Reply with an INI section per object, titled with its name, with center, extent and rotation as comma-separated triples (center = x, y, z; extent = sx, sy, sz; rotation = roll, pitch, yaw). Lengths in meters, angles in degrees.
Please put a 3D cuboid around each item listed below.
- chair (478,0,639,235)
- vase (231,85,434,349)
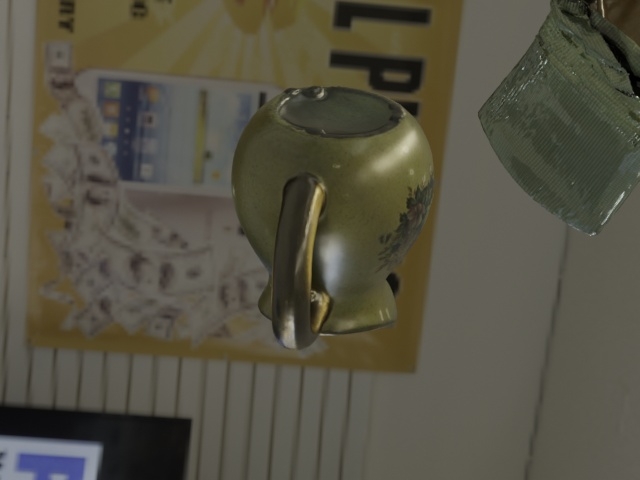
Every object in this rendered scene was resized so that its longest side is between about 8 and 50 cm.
[chair]
center = 0.264, -0.162, 0.921
extent = 0.186, 0.160, 0.319
rotation = -39, 166, -23
[vase]
center = 0.000, 0.000, 1.416
extent = 0.329, 0.240, 0.302
rotation = -62, 159, -58
